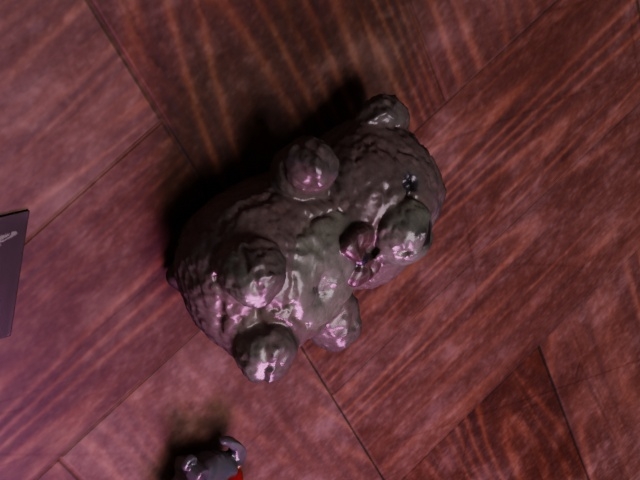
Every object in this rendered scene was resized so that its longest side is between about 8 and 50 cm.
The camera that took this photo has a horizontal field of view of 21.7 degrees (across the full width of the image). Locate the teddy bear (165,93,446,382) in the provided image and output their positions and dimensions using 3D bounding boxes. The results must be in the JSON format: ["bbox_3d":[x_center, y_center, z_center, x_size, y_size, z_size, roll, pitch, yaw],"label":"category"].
[{"bbox_3d":[-0.001,0.000,1.478,0.267,0.151,0.236,-25,132,-24],"label":"teddy bear"}]

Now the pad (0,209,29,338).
[{"bbox_3d":[-0.314,0.048,1.300,0.190,0.004,0.127,-16,133,-39],"label":"pad"}]

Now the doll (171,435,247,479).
[{"bbox_3d":[-0.110,0.255,1.674,0.104,0.062,0.194,-26,150,-4],"label":"doll"}]
